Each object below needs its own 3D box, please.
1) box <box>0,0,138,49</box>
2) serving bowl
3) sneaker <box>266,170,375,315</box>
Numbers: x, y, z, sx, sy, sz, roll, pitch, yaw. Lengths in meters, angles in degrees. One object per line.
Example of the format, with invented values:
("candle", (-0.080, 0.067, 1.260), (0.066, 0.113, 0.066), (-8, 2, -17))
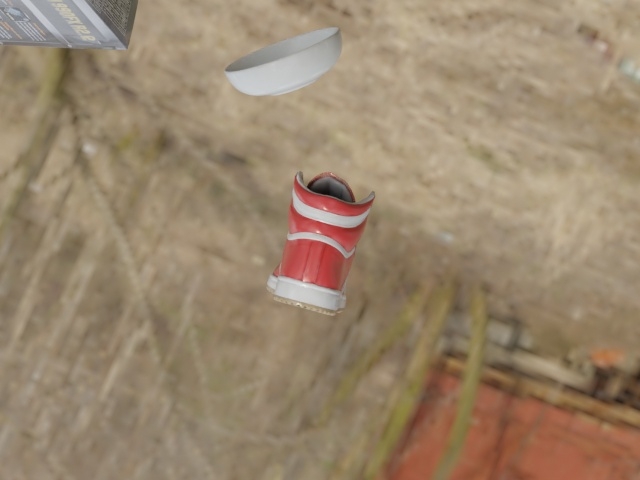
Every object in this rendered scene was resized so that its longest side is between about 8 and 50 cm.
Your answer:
("box", (-0.254, -0.207, 1.309), (0.183, 0.056, 0.231), (3, 164, 17))
("serving bowl", (-0.022, -0.116, 1.241), (0.083, 0.083, 0.027), (11, 123, 66))
("sneaker", (0.000, 0.000, 0.917), (0.042, 0.067, 0.118), (14, -179, -3))
